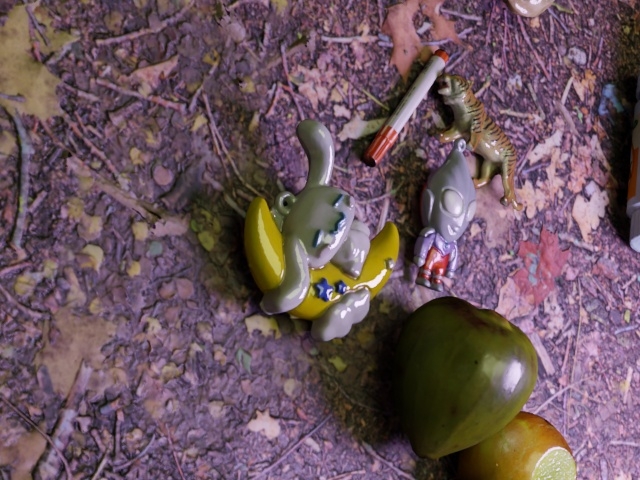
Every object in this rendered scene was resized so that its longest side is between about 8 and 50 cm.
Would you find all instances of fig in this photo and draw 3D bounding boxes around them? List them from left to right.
[{"bbox_3d":[0.187,0.196,1.873,0.203,0.203,0.225,26,91,-29],"label":"fig"}]

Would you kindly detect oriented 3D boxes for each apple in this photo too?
[{"bbox_3d":[0.274,0.327,1.922,0.147,0.146,0.163,-36,118,-31],"label":"apple"}]

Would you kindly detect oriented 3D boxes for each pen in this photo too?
[{"bbox_3d":[0.128,-0.197,1.996,0.028,0.028,0.239,46,58,-19],"label":"pen"}]

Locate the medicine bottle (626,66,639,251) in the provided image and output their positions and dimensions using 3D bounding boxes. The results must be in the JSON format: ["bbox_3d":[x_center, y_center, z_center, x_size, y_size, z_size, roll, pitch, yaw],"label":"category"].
[{"bbox_3d":[0.592,-0.136,2.235,0.158,0.158,0.318,20,69,-31],"label":"medicine bottle"}]

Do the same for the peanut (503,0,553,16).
[{"bbox_3d":[0.355,-0.486,2.163,0.136,0.120,0.298,31,66,-21],"label":"peanut"}]

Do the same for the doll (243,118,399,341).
[{"bbox_3d":[0.000,0.000,1.814,0.237,0.111,0.252,41,69,-21],"label":"doll"}]

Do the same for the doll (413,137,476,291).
[{"bbox_3d":[0.181,-0.040,1.977,0.102,0.075,0.227,25,78,-47],"label":"doll"}]

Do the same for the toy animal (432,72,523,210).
[{"bbox_3d":[0.246,-0.147,2.051,0.241,0.057,0.099,49,57,-20],"label":"toy animal"}]
